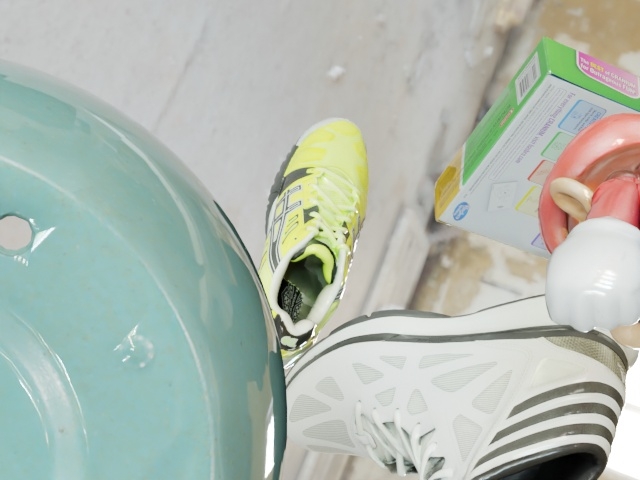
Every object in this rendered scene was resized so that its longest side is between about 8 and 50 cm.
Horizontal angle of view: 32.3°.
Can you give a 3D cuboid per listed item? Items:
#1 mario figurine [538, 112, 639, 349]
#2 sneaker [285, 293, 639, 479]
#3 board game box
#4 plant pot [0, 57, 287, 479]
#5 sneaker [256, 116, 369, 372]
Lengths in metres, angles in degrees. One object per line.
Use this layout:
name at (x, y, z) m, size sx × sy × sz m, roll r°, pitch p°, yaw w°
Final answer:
mario figurine at (0.225, 0.027, 0.644) m, size 0.170 × 0.198 × 0.320 m, roll -48°, pitch -169°, yaw -3°
sneaker at (0.104, 0.208, 1.171) m, size 0.169 × 0.448 × 0.257 m, roll 54°, pitch 38°, yaw -24°
board game box at (0.323, -0.067, 1.244) m, size 0.064 × 0.317 × 0.242 m, roll -86°, pitch -158°, yaw -44°
plant pot at (-0.142, 0.064, 0.393) m, size 0.293 × 0.293 × 0.235 m, roll -69°, pitch -167°, yaw -7°
sneaker at (0.000, 0.000, 1.443) m, size 0.147 × 0.145 × 0.384 m, roll -30°, pitch -142°, yaw 57°
